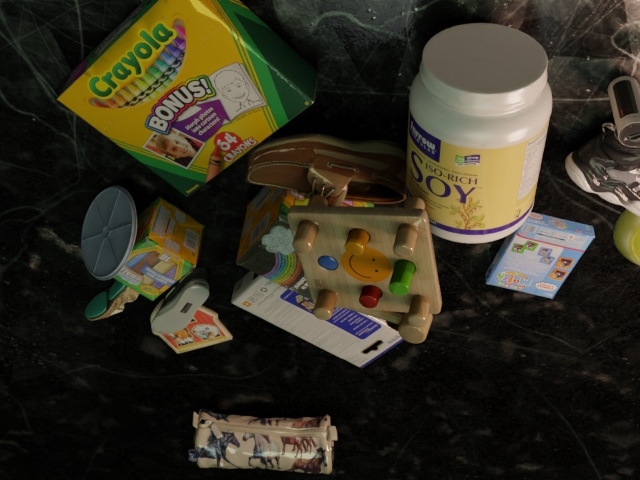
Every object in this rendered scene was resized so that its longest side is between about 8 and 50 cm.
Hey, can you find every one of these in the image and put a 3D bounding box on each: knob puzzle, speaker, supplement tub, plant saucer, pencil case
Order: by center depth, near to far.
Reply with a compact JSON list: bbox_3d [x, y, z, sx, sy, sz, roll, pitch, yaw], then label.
[{"bbox_3d":[0.541,-0.227,1.527,0.055,0.136,0.055,4,137,4],"label":"speaker"},{"bbox_3d":[0.273,-0.184,1.530,0.241,0.241,0.331,2,136,5],"label":"supplement tub"},{"bbox_3d":[0.734,-0.012,1.802,0.241,0.037,0.241,4,136,4],"label":"plant saucer"},{"bbox_3d":[-0.341,0.214,2.173,0.213,0.030,0.213,4,136,4],"label":"knob puzzle"},{"bbox_3d":[-0.153,0.555,2.414,0.410,0.160,0.183,2,151,6],"label":"pencil case"}]

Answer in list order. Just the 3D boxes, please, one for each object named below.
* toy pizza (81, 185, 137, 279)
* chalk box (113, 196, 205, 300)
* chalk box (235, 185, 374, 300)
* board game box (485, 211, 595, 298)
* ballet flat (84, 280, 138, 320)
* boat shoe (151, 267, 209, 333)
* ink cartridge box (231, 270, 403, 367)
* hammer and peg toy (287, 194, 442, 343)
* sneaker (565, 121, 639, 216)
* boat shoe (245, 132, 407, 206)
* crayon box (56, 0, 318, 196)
[{"bbox_3d":[-0.440,-0.015,1.840,0.032,0.201,0.201,12,143,-45],"label":"toy pizza"},{"bbox_3d":[-0.375,0.030,1.911,0.132,0.132,0.213,35,128,-27],"label":"chalk box"},{"bbox_3d":[0.000,0.000,1.803,0.289,0.179,0.180,27,132,-22],"label":"chalk box"},{"bbox_3d":[0.469,0.033,1.879,0.160,0.039,0.211,13,136,-6],"label":"board game box"},{"bbox_3d":[-0.490,0.144,2.093,0.067,0.073,0.206,22,140,-36],"label":"ballet flat"},{"bbox_3d":[-0.330,0.146,2.072,0.077,0.070,0.219,25,130,-30],"label":"boat shoe"},{"bbox_3d":[0.000,0.158,1.960,0.371,0.069,0.176,31,133,-21],"label":"ink cartridge box"},{"bbox_3d":[0.088,0.077,1.624,0.265,0.127,0.361,3,135,18],"label":"hammer and peg toy"},{"bbox_3d":[0.612,-0.135,1.639,0.268,0.101,0.153,20,138,-10],"label":"sneaker"},{"bbox_3d":[0.021,-0.124,1.655,0.324,0.120,0.122,-1,153,-13],"label":"boat shoe"},{"bbox_3d":[-0.242,-0.281,1.587,0.363,0.106,0.313,-32,125,33],"label":"crayon box"}]
